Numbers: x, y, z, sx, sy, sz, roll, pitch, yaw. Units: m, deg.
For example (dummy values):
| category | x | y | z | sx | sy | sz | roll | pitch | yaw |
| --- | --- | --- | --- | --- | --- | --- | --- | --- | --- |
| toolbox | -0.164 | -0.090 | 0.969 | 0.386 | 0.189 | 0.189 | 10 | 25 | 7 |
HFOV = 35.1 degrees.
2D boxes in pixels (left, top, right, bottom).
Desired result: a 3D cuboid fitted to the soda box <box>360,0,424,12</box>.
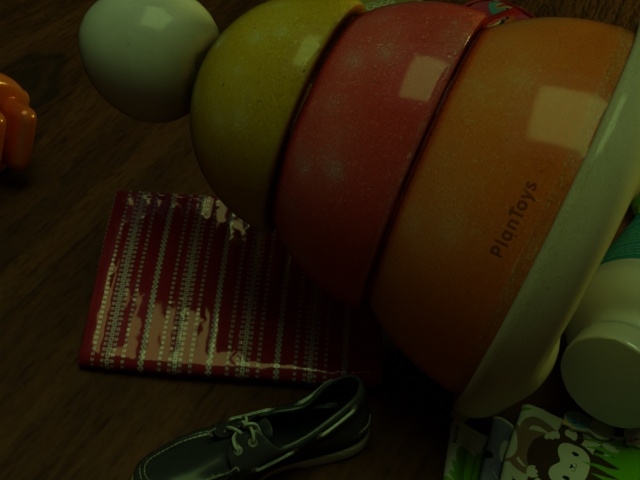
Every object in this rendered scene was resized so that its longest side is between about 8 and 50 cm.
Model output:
| category | x | y | z | sx | sy | sz | roll | pitch | yaw |
| --- | --- | --- | --- | --- | --- | --- | --- | --- | --- |
| soda box | 0.060 | -0.297 | 1.412 | 0.181 | 0.061 | 0.058 | -21 | 45 | -30 |

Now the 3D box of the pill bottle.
| category | x | y | z | sx | sy | sz | roll | pitch | yaw |
| --- | --- | --- | --- | --- | --- | --- | --- | --- | --- |
| pill bottle | 0.314 | 0.056 | 0.913 | 0.146 | 0.146 | 0.264 | 27 | 42 | 26 |

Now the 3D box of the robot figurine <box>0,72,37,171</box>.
| category | x | y | z | sx | sy | sz | roll | pitch | yaw |
| --- | --- | --- | --- | --- | --- | --- | --- | --- | --- |
| robot figurine | -0.409 | -0.144 | 1.110 | 0.219 | 0.128 | 0.158 | 27 | 63 | 24 |

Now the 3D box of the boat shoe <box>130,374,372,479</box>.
| category | x | y | z | sx | sy | sz | roll | pitch | yaw |
| --- | --- | --- | --- | --- | --- | --- | --- | --- | --- |
| boat shoe | -0.053 | 0.155 | 0.809 | 0.206 | 0.065 | 0.075 | -13 | 41 | -22 |

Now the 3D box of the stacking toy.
| category | x | y | z | sx | sy | sz | roll | pitch | yaw |
| --- | --- | --- | --- | --- | --- | --- | --- | --- | --- |
| stacking toy | 0.016 | -0.101 | 0.851 | 0.479 | 0.351 | 0.351 | 26 | 41 | 7 |

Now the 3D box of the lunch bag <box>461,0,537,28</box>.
| category | x | y | z | sx | sy | sz | roll | pitch | yaw |
| --- | --- | --- | --- | --- | --- | --- | --- | --- | --- |
| lunch bag | 0.145 | -0.154 | 1.150 | 0.293 | 0.120 | 0.258 | -29 | 51 | -16 |

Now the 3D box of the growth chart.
| category | x | y | z | sx | sy | sz | roll | pitch | yaw |
| --- | --- | --- | --- | --- | --- | --- | --- | --- | --- |
| growth chart | 0.210 | 0.196 | 0.822 | 0.237 | 0.021 | 0.172 | 8 | 36 | 2 |

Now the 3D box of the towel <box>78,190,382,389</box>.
| category | x | y | z | sx | sy | sz | roll | pitch | yaw |
| --- | --- | --- | --- | --- | --- | --- | --- | --- | --- |
| towel | -0.072 | 0.043 | 0.949 | 0.274 | 0.031 | 0.199 | 4 | 55 | 1 |

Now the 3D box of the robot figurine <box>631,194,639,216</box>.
| category | x | y | z | sx | sy | sz | roll | pitch | yaw |
| --- | --- | --- | --- | --- | --- | --- | --- | --- | --- |
| robot figurine | 0.383 | -0.059 | 1.133 | 0.101 | 0.067 | 0.115 | 35 | 39 | -6 |
